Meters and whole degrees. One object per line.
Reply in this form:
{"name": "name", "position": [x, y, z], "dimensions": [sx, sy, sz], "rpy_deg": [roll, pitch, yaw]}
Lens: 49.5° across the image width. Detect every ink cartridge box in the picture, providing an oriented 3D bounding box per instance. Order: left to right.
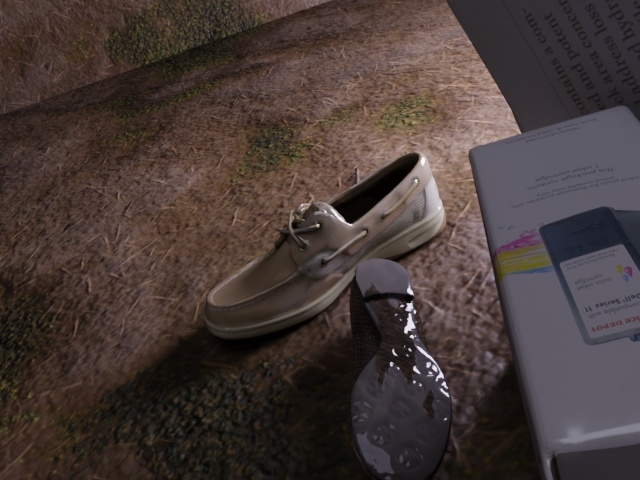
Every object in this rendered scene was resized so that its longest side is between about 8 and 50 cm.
{"name": "ink cartridge box", "position": [0.178, 0.095, 0.393], "dimensions": [0.119, 0.207, 0.353], "rpy_deg": [-13, 32, 13]}

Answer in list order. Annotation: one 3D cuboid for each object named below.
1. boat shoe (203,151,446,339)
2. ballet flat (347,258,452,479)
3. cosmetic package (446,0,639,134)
{"name": "boat shoe", "position": [0.000, 0.000, 0.757], "dimensions": [0.302, 0.098, 0.109], "rpy_deg": [-28, 31, -14]}
{"name": "ballet flat", "position": [0.058, 0.111, 0.599], "dimensions": [0.084, 0.058, 0.250], "rpy_deg": [2, 37, -5]}
{"name": "cosmetic package", "position": [0.375, -0.184, 0.483], "dimensions": [0.327, 0.329, 0.393], "rpy_deg": [-36, 8, -26]}
